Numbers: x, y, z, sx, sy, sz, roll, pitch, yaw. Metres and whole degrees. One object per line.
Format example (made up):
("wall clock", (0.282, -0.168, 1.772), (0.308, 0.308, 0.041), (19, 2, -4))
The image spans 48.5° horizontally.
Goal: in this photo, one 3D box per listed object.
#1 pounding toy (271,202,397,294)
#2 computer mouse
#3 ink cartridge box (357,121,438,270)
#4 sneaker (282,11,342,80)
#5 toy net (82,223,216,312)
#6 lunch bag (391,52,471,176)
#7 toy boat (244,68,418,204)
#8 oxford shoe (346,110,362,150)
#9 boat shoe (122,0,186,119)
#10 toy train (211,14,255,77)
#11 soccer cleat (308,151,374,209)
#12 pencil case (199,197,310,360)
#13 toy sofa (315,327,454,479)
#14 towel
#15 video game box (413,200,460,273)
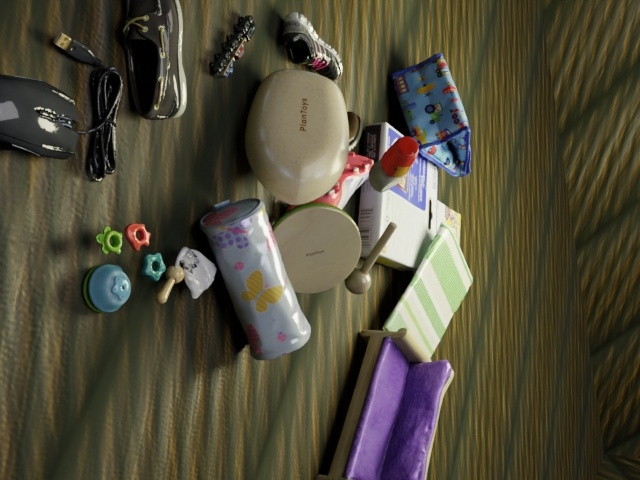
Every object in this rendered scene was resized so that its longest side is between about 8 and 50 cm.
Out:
("pounding toy", (0.000, 0.000, 1.351), (0.236, 0.110, 0.183), (11, 114, -22))
("computer mouse", (-0.349, -0.190, 0.912), (0.262, 0.060, 0.184), (16, 75, -55))
("ink cartridge box", (0.190, -0.086, 1.689), (0.307, 0.072, 0.304), (23, 68, -58))
("sneaker", (-0.021, -0.367, 1.408), (0.170, 0.063, 0.075), (44, 52, -39))
("toy net", (-0.248, 0.036, 1.059), (0.232, 0.045, 0.122), (-3, 88, -57))
("lunch bag", (0.307, -0.295, 1.805), (0.293, 0.138, 0.221), (33, 39, -65))
("toy boat", (0.016, -0.165, 1.304), (0.318, 0.148, 0.268), (13, 65, -11))
("oxford shoe", (0.017, -0.214, 1.433), (0.227, 0.082, 0.096), (-53, 125, -45))
("boat shoe", (-0.250, -0.292, 1.046), (0.068, 0.081, 0.228), (-24, 110, -58))
("toy train", (-0.151, -0.337, 1.247), (0.158, 0.027, 0.036), (-67, 149, -33))
("soccer cleat", (0.038, -0.109, 1.474), (0.248, 0.083, 0.095), (-45, 153, -53))
("pencil case", (-0.107, 0.065, 1.194), (0.124, 0.113, 0.273), (-121, -169, -68))
("toy sofa", (0.143, 0.373, 1.483), (0.150, 0.177, 0.363), (50, 49, -41))
("towel", (0.266, 0.146, 1.733), (0.325, 0.038, 0.248), (-56, 139, -24))
("video game box", (0.310, 0.006, 1.872), (0.187, 0.048, 0.205), (22, 70, -50))
